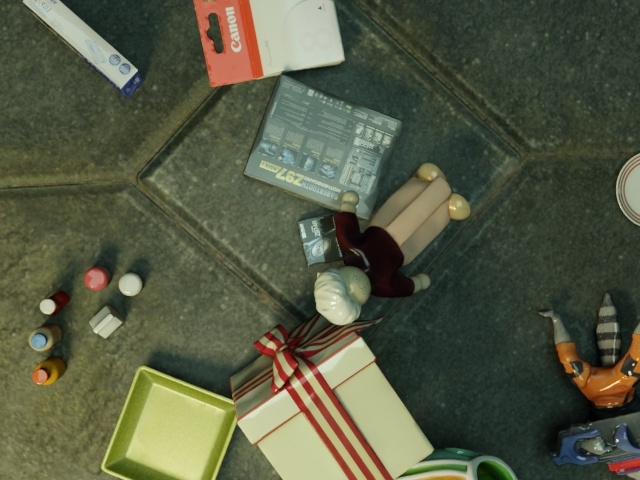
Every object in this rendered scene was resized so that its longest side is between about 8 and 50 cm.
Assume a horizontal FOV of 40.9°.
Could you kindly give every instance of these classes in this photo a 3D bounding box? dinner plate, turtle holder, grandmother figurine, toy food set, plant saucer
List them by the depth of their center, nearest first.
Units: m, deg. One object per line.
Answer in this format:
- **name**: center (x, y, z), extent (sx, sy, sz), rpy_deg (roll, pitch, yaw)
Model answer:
- **turtle holder**: center (0.224, 0.456, 1.369), extent (0.320, 0.243, 0.227), rpy_deg (33, 122, -28)
- **grandmother figurine**: center (0.102, 0.007, 1.387), extent (0.208, 0.104, 0.342), rpy_deg (44, 56, 0)
- **toy food set**: center (-0.398, 0.126, 1.407), extent (0.232, 0.104, 0.111), rpy_deg (-43, 94, -4)
- **plant saucer**: center (-0.245, 0.327, 1.440), extent (0.188, 0.045, 0.188), rpy_deg (20, 89, 6)
- **dinner plate**: center (0.600, -0.092, 1.552), extent (0.141, 0.017, 0.141), rpy_deg (0, 90, -5)

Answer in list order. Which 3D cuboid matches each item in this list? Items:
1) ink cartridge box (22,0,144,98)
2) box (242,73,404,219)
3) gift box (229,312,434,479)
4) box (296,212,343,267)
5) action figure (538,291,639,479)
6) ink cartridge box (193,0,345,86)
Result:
- **ink cartridge box**: center (-0.387, -0.326, 1.414), extent (0.207, 0.097, 0.046), rpy_deg (41, 86, -4)
- **box**: center (0.005, -0.157, 1.471), extent (0.233, 0.059, 0.183), rpy_deg (19, 88, -6)
- **gift box**: center (0.015, 0.250, 1.384), extent (0.276, 0.255, 0.258), rpy_deg (-37, 102, -8)
- **box**: center (0.000, 0.000, 1.490), extent (0.067, 0.018, 0.083), rpy_deg (-13, 91, -6)
- **action figure**: center (0.556, 0.260, 1.473), extent (0.341, 0.178, 0.330), rpy_deg (-10, 96, 19)
- **ink cartridge box**: center (-0.089, -0.375, 1.467), extent (0.232, 0.066, 0.189), rpy_deg (-12, 91, -10)
